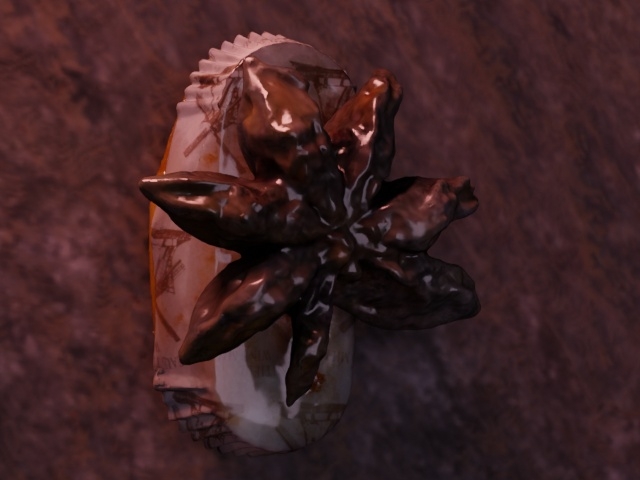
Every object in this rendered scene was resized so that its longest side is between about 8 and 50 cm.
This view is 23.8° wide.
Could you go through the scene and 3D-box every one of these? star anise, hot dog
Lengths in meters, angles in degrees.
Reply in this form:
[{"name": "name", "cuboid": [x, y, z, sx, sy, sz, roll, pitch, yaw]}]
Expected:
[{"name": "star anise", "cuboid": [-0.001, -0.017, 0.880, 0.212, 0.073, 0.196, -23, 99, -21]}, {"name": "hot dog", "cuboid": [-0.037, 0.002, 0.945, 0.144, 0.075, 0.267, 7, 89, -17]}]
